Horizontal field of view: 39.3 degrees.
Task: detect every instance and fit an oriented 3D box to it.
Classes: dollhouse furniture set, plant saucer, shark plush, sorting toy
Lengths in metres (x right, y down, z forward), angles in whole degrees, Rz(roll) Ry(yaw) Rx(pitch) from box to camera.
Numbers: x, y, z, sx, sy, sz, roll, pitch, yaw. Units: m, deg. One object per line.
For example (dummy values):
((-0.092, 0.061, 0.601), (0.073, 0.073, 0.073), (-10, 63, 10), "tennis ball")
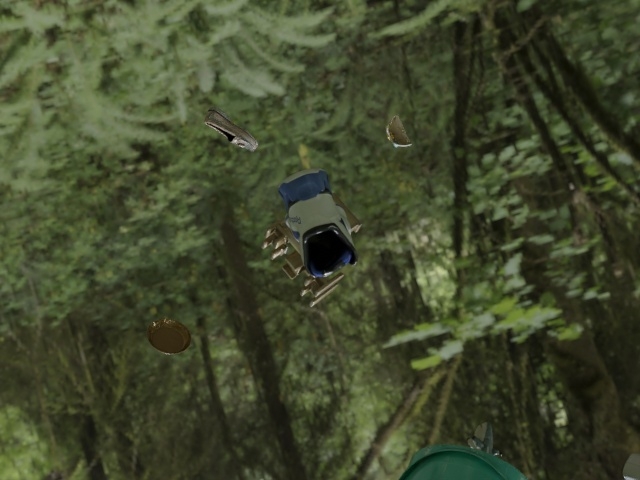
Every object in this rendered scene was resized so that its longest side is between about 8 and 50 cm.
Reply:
((-0.012, 0.010, 2.281), (0.161, 0.212, 0.242), (-36, 168, -22), "dollhouse furniture set")
((-0.279, 0.179, 1.644), (0.083, 0.083, 0.015), (-14, 142, -36), "plant saucer")
((0.444, 0.560, 2.344), (0.067, 0.161, 0.073), (-19, 153, -9), "shark plush")
((0.177, -0.256, 2.154), (0.045, 0.083, 0.075), (-23, -175, 21), "sorting toy")

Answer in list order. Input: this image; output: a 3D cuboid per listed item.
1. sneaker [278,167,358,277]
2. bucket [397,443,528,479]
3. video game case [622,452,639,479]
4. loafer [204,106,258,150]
((0.000, 0.000, 1.797), (0.127, 0.182, 0.315), (-18, 160, 3), "sneaker")
((0.248, 0.506, 1.599), (0.281, 0.281, 0.183), (-21, -148, 41), "bucket")
((0.525, 0.365, 0.985), (0.300, 0.329, 0.036), (11, -119, 48), "video game case")
((-0.180, -0.212, 1.776), (0.045, 0.125, 0.039), (-13, -136, 51), "loafer")
